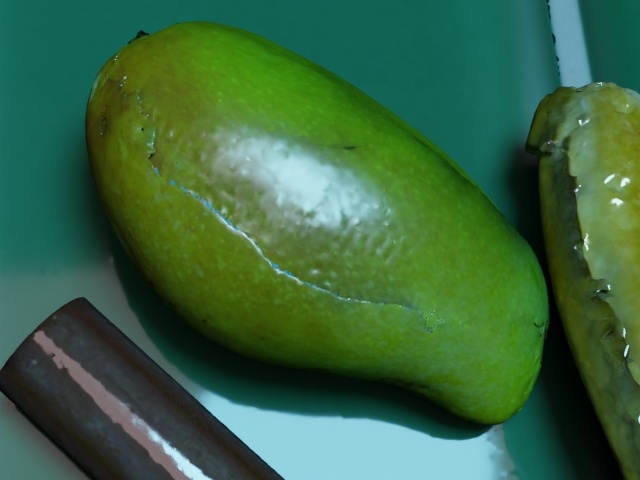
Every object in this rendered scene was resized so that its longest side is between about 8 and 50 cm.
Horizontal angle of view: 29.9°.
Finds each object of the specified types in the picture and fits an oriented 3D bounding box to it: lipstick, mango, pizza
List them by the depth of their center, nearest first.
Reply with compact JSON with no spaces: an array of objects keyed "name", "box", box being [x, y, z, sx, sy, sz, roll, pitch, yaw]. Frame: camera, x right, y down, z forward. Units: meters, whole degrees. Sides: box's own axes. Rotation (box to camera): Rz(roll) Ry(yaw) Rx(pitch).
[{"name":"lipstick","box":[0.014,0.160,0.486,0.356,0.057,0.057,42,73,7]},{"name":"mango","box":[0.000,0.000,0.508,0.233,0.111,0.125,40,85,-6]},{"name":"pizza","box":[0.216,0.063,0.518,0.223,0.089,0.323,-15,69,-21]}]
